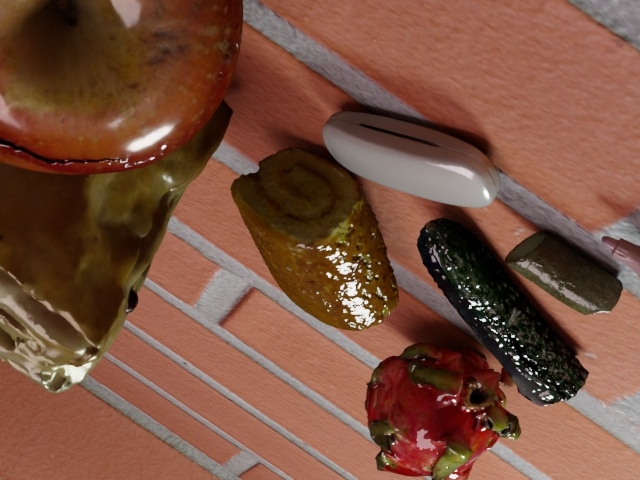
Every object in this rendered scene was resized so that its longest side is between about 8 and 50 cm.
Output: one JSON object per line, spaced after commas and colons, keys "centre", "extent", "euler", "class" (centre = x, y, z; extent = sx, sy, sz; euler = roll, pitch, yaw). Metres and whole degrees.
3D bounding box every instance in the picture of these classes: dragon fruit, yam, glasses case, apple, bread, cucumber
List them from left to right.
{"centre": [-0.241, -0.094, 1.134], "extent": [0.314, 0.370, 0.191], "euler": [40, 129, -14], "class": "bread"}
{"centre": [-0.186, -0.178, 0.949], "extent": [0.272, 0.251, 0.206], "euler": [32, -169, -24], "class": "apple"}
{"centre": [0.000, 0.000, 1.252], "extent": [0.132, 0.103, 0.172], "euler": [34, 161, 33], "class": "bread"}
{"centre": [0.072, -0.067, 1.087], "extent": [0.164, 0.041, 0.063], "euler": [19, 153, 35], "class": "glasses case"}
{"centre": [0.130, 0.187, 1.409], "extent": [0.166, 0.160, 0.172], "euler": [57, 159, 4], "class": "dragon fruit"}
{"centre": [0.157, 0.059, 1.220], "extent": [0.067, 0.067, 0.245], "euler": [4, 142, 53], "class": "cucumber"}
{"centre": [0.203, 0.028, 1.104], "extent": [0.094, 0.043, 0.043], "euler": [35, 159, 2], "class": "yam"}

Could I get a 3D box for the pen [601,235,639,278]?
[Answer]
{"centre": [0.303, 0.045, 1.013], "extent": [0.197, 0.032, 0.053], "euler": [29, 159, 9], "class": "pen"}
